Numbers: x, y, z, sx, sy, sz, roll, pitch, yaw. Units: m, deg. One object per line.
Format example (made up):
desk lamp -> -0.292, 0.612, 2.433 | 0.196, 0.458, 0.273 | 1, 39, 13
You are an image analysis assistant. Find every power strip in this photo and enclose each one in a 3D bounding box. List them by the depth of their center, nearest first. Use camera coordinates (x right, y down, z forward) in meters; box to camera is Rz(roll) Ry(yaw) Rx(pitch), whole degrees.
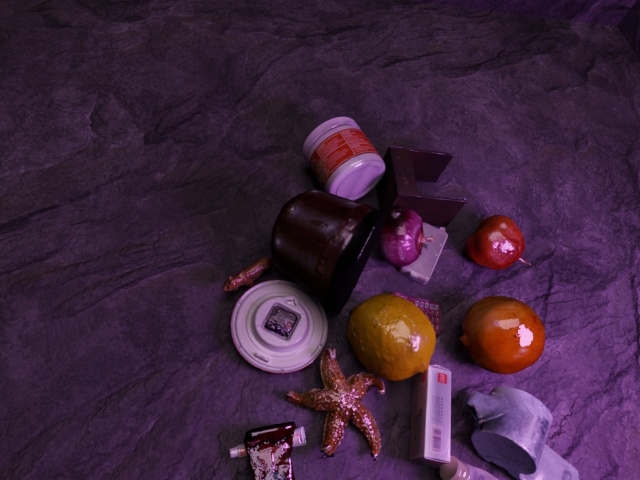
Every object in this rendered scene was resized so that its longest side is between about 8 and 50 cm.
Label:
power strip -> 0.394, 0.042, 1.697 | 0.117, 0.046, 0.270 | 26, 59, 9

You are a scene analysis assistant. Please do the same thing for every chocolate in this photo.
chocolate -> 0.000, 0.000, 1.463 | 0.331, 0.384, 0.384 | 26, 57, 9

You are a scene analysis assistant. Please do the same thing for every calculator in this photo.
calculator -> 0.330, 0.257, 1.559 | 0.190, 0.034, 0.127 | 15, 56, -9

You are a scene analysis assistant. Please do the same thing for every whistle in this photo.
whistle -> 0.601, 0.615, 1.334 | 0.168, 0.188, 0.405 | -46, 109, -36

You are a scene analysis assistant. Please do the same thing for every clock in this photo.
clock -> -0.129, 0.268, 1.430 | 0.318, 0.080, 0.319 | 5, 58, -8

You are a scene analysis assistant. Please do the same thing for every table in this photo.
table -> 0.388, -0.208, 1.771 | 0.281, 0.196, 0.251 | 3, 57, -12

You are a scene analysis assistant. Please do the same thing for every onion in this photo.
onion -> 0.289, -0.021, 1.616 | 0.200, 0.201, 0.207 | 43, 77, 15

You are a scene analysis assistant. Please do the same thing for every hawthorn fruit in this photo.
hawthorn fruit -> 0.687, 0.029, 1.686 | 0.243, 0.207, 0.207 | 37, 59, 7

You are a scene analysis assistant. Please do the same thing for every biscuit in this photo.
biscuit -> -0.131, 0.625, 1.207 | 0.151, 0.063, 0.236 | 0, 65, -18

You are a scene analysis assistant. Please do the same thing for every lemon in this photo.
lemon -> 0.213, 0.290, 1.383 | 0.253, 0.254, 0.310 | -32, 46, -27

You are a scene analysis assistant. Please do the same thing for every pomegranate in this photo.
pomegranate -> 0.581, 0.304, 1.451 | 0.264, 0.264, 0.265 | 5, 58, -8

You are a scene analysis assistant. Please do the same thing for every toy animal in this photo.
toy animal -> -0.222, 0.113, 1.496 | 0.241, 0.099, 0.057 | -33, 70, -26

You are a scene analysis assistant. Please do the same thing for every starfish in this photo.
starfish -> 0.052, 0.488, 1.316 | 0.311, 0.113, 0.303 | 21, 56, -1

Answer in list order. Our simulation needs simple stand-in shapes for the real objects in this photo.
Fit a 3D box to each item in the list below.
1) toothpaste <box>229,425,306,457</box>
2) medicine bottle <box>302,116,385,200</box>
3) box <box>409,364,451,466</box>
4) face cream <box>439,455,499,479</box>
toothpaste -> -0.147, 0.577, 1.265 | 0.218, 0.033, 0.052 | -5, 68, -19
medicine bottle -> 0.090, -0.306, 1.729 | 0.252, 0.253, 0.241 | -19, 64, -22
box -> 0.328, 0.523, 1.334 | 0.079, 0.135, 0.270 | 14, 58, -3
face cream -> 0.443, 0.698, 1.268 | 0.224, 0.070, 0.114 | 38, 56, -13
